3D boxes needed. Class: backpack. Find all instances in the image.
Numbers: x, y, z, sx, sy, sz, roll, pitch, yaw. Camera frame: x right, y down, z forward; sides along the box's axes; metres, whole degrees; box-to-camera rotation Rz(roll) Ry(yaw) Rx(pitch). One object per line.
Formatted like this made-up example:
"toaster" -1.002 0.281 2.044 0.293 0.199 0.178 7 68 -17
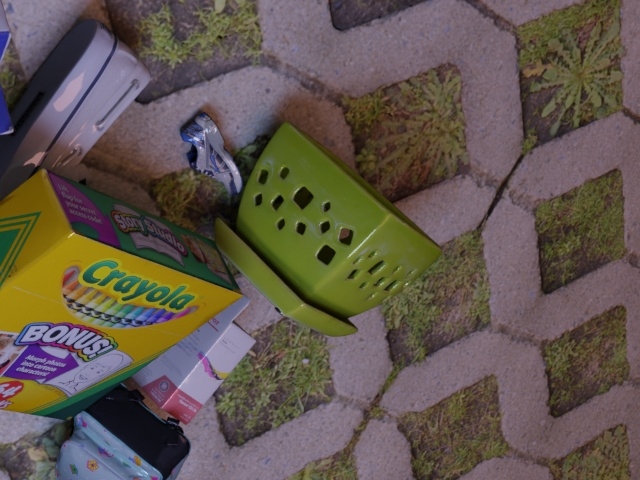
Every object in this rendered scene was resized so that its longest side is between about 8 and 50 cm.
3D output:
"backpack" -0.285 0.314 1.869 0.144 0.166 0.188 -51 171 -35

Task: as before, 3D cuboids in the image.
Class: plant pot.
"plant pot" 0.000 0.000 1.866 0.207 0.227 0.228 -49 153 5

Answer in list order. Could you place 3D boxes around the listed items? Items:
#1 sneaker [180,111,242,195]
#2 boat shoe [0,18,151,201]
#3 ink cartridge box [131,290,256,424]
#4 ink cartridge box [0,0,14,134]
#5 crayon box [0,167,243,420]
"sneaker" -0.154 -0.112 1.826 0.058 0.052 0.135 -31 125 -8
"boat shoe" -0.330 -0.082 1.632 0.156 0.136 0.367 38 82 -33
"ink cartridge box" -0.174 0.151 1.914 0.198 0.115 0.067 -50 134 -2
"ink cartridge box" -0.482 -0.253 1.310 0.324 0.330 0.071 -11 166 -35
"crayon box" -0.320 0.083 1.626 0.313 0.106 0.363 -35 154 16
